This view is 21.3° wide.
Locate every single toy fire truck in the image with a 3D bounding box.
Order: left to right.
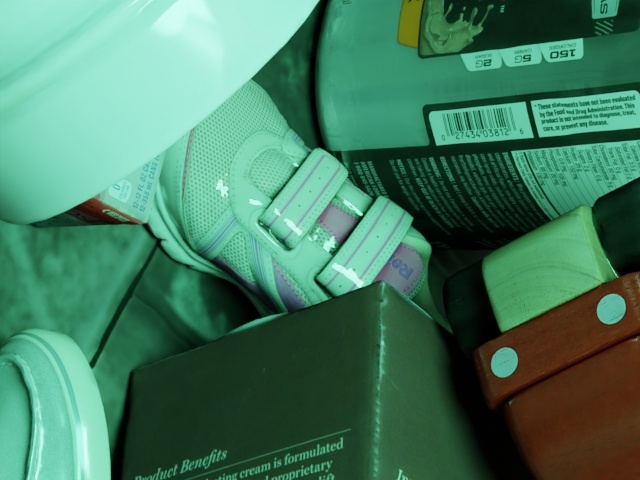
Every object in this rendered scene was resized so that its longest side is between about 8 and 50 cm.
[{"bbox_3d":[0.164,0.128,0.832,0.217,0.158,0.246,29,40,-49],"label":"toy fire truck"}]

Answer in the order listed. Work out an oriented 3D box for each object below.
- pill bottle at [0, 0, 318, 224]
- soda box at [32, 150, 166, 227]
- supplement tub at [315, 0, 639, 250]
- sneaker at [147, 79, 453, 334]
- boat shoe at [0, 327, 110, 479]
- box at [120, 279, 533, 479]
[{"bbox_3d":[-0.180,-0.212,0.610,0.407,0.229,0.229,52,53,-21],"label":"pill bottle"},{"bbox_3d":[-0.108,-0.142,0.832,0.092,0.083,0.263,28,69,-43],"label":"soda box"},{"bbox_3d":[0.179,-0.099,0.952,0.207,0.338,0.207,3,86,-48],"label":"supplement tub"},{"bbox_3d":[0.000,0.000,0.921,0.252,0.111,0.103,53,53,-32],"label":"sneaker"},{"bbox_3d":[-0.155,0.151,0.773,0.081,0.079,0.227,13,82,-51],"label":"boat shoe"},{"bbox_3d":[0.009,0.162,0.849,0.167,0.168,0.203,37,44,-40],"label":"box"}]
